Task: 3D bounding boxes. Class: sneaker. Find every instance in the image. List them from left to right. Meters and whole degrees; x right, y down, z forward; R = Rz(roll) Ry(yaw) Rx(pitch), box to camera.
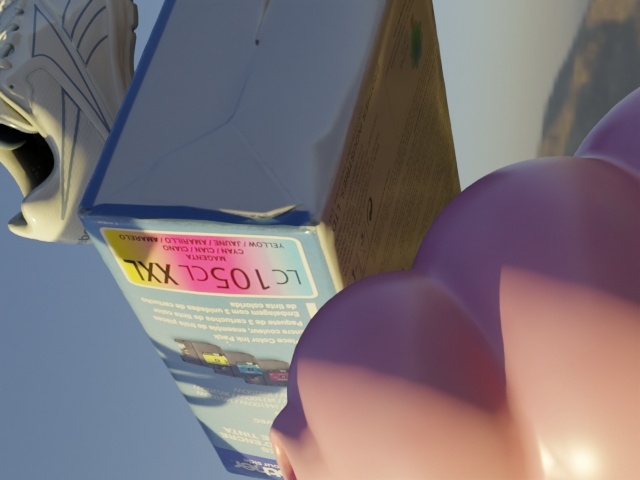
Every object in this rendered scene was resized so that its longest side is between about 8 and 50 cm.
[{"bbox_3d":[-0.203,-0.130,0.942,0.111,0.129,0.297,-41,63,45],"label":"sneaker"}]

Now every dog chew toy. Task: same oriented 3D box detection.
[{"bbox_3d":[0.135,0.042,0.581,0.206,0.332,0.206,158,90,-76],"label":"dog chew toy"}]

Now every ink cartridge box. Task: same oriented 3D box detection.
[{"bbox_3d":[0.000,0.000,0.876,0.395,0.151,0.270,70,-150,-51],"label":"ink cartridge box"}]
